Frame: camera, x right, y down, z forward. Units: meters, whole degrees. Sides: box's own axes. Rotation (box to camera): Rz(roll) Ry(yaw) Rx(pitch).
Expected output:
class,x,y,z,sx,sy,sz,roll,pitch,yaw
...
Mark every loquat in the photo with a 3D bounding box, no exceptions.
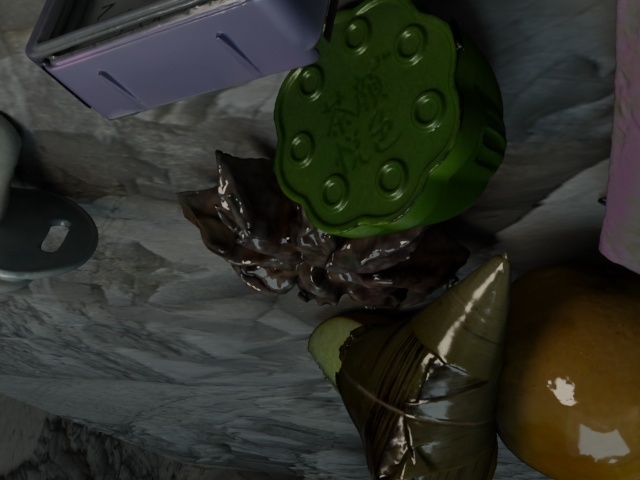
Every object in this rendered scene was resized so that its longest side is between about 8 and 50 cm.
class,x,y,z,sx,sy,sz,roll,pitch,yaw
loquat,0.308,0.143,0.828,0.263,0.262,0.263,9,155,4

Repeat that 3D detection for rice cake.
class,x,y,z,sx,sy,sz,roll,pitch,yaw
rice cake,0.254,-0.079,0.556,0.073,0.056,0.365,32,160,33

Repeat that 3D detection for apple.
class,x,y,z,sx,sy,sz,roll,pitch,yaw
apple,0.126,0.220,1.097,0.346,0.179,0.254,47,173,46

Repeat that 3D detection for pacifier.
class,x,y,z,sx,sy,sz,roll,pitch,yaw
pacifier,-0.388,-0.055,0.839,0.279,0.227,0.207,15,114,-10

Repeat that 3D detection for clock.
class,x,y,z,sx,sy,sz,roll,pitch,yaw
clock,-0.083,-0.166,0.473,0.194,0.144,0.073,-7,149,32

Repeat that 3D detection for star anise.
class,x,y,z,sx,sy,sz,roll,pitch,yaw
star anise,0.002,0.000,0.818,0.332,0.117,0.331,8,160,3

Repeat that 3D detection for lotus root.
class,x,y,z,sx,sy,sz,roll,pitch,yaw
lotus root,0.081,-0.082,0.590,0.186,0.186,0.186,9,155,4

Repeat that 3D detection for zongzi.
class,x,y,z,sx,sy,sz,roll,pitch,yaw
zongzi,0.111,0.101,0.809,0.145,0.299,0.274,4,-159,-16

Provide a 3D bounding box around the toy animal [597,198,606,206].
class,x,y,z,sx,sy,sz,roll,pitch,yaw
toy animal,0.360,-0.030,0.670,0.220,0.062,0.108,12,160,30

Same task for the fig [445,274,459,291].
class,x,y,z,sx,sy,sz,roll,pitch,yaw
fig,0.230,0.129,1.010,0.124,0.124,0.236,-16,133,43
